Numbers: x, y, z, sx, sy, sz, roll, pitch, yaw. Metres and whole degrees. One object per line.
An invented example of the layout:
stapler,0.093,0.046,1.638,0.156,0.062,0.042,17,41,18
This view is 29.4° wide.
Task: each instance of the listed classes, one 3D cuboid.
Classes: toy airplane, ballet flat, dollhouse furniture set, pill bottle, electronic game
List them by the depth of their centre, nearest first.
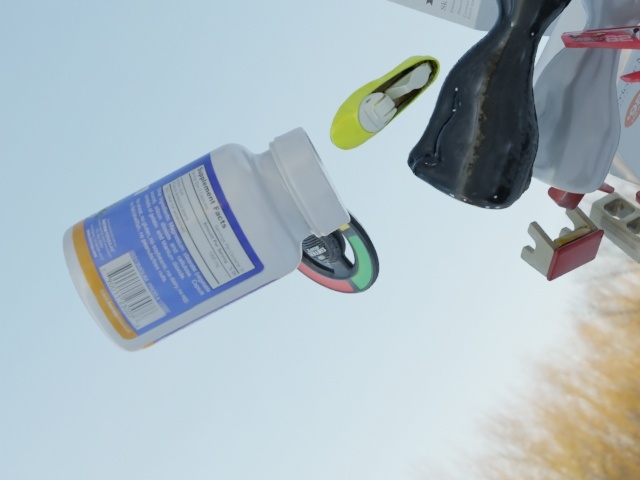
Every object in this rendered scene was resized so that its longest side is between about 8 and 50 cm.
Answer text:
toy airplane,0.260,-0.145,0.920,0.151,0.151,0.028,-32,-59,-50
pill bottle,-0.114,-0.007,1.263,0.272,0.152,0.152,-28,-24,4
dollhouse furniture set,0.510,-0.067,1.884,0.374,0.152,0.201,-24,-39,-28
ballet flat,0.109,-0.230,1.972,0.231,0.077,0.077,-41,-73,-24
electronic game,0.000,0.000,2.033,0.048,0.229,0.229,-49,-25,-32

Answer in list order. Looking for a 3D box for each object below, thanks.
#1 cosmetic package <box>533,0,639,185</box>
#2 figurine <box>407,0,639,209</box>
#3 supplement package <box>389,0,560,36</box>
cosmetic package,0.370,-0.268,1.313,0.284,0.097,0.377,22,-86,-61
figurine,0.185,-0.140,0.950,0.215,0.092,0.209,-10,-55,-48
supplement package,0.189,-0.406,1.645,0.198,0.263,0.199,-6,-64,-46
